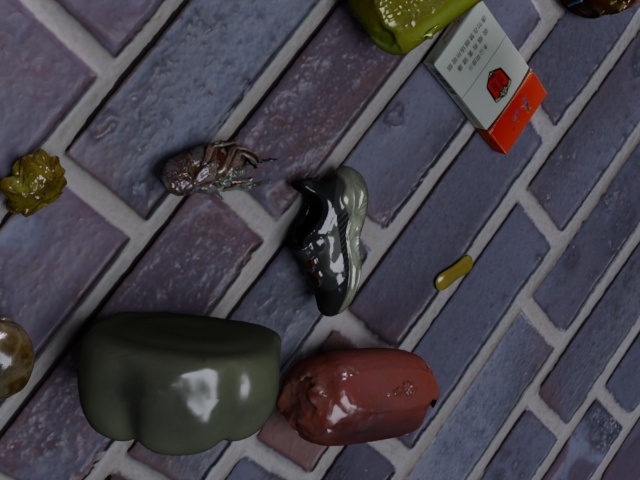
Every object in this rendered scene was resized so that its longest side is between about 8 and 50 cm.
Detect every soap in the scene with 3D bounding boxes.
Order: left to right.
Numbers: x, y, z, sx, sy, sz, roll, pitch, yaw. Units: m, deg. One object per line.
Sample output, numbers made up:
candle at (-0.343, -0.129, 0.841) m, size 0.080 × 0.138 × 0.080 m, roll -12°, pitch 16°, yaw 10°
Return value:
soap at (0.232, 0.056, 1.716) m, size 0.089 × 0.012 × 0.034 m, roll -34°, pitch 124°, yaw -24°

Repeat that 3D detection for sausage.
sausage at (0.063, 0.244, 1.564) m, size 0.279 × 0.152 × 0.152 m, roll 1°, pitch 105°, yaw -37°

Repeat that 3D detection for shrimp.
shrimp at (-0.133, -0.098, 1.346) m, size 0.190 × 0.074 × 0.073 m, roll -13°, pitch 81°, yaw -45°

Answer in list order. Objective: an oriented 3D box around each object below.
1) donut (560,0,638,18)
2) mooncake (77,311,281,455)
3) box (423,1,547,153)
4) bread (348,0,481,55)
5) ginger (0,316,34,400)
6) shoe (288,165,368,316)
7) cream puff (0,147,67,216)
donut at (0.481, -0.491, 1.666) m, size 0.216 × 0.096 × 0.230 m, roll 23°, pitch 91°, yaw -41°
mooncake at (-0.180, 0.175, 1.279) m, size 0.275 × 0.275 × 0.135 m, roll -3°, pitch 104°, yaw -37°
box at (0.274, -0.264, 1.624) m, size 0.139 × 0.035 × 0.245 m, roll -54°, pitch 129°, yaw -10°
bread at (0.193, -0.421, 1.456) m, size 0.383 × 0.112 × 0.166 m, roll -38°, pitch 123°, yaw -21°
ginger at (-0.468, 0.130, 1.122) m, size 0.245 × 0.155 × 0.304 m, roll -56°, pitch 138°, yaw -17°
shoe at (0.000, 0.000, 1.471) m, size 0.112 × 0.099 × 0.228 m, roll 3°, pitch 100°, yaw -31°
cream puff at (-0.343, -0.066, 1.197) m, size 0.083 × 0.058 × 0.083 m, roll -20°, pitch 119°, yaw -33°
